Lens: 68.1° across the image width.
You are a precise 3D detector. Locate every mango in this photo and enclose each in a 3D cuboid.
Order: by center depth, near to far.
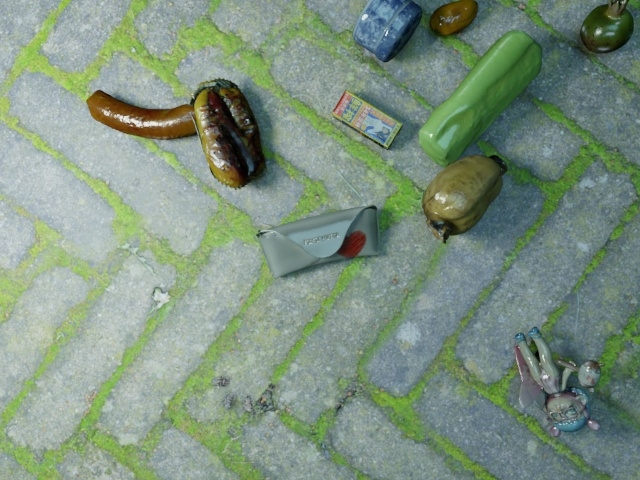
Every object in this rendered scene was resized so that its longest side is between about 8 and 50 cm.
[{"bbox_3d":[0.331,-0.551,1.160,0.126,0.063,0.077,-23,80,1],"label":"mango"}]

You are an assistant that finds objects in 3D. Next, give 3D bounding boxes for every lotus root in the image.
[{"bbox_3d":[0.330,-0.104,1.114,0.256,0.155,0.140,-41,50,-14],"label":"lotus root"}]

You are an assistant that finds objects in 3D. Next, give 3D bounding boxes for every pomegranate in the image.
[{"bbox_3d":[0.678,-0.511,1.109,0.114,0.142,0.115,-4,65,9],"label":"pomegranate"}]

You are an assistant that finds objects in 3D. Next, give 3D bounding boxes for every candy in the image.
[{"bbox_3d":[0.376,-0.333,1.119,0.132,0.142,0.344,41,92,-11],"label":"candy"}]

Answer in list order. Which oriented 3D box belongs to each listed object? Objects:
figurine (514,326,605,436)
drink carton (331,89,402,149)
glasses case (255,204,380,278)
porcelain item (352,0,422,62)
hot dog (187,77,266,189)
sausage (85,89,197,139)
[{"bbox_3d":[0.563,0.322,1.113,0.205,0.102,0.260,-29,84,27],"label":"figurine"},{"bbox_3d":[0.115,-0.296,1.170,0.165,0.056,0.071,33,99,2],"label":"drink carton"},{"bbox_3d":[0.001,0.002,1.155,0.307,0.083,0.129,-13,88,2],"label":"glasses case"},{"bbox_3d":[0.162,-0.510,1.125,0.114,0.147,0.147,39,91,1],"label":"porcelain item"},{"bbox_3d":[-0.215,-0.256,1.144,0.162,0.081,0.271,-20,93,-40],"label":"hot dog"},{"bbox_3d":[-0.428,-0.305,1.180,0.301,0.076,0.103,9,90,2],"label":"sausage"}]
